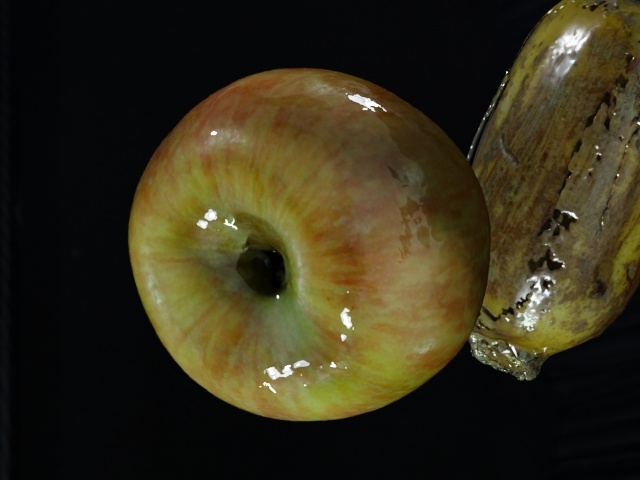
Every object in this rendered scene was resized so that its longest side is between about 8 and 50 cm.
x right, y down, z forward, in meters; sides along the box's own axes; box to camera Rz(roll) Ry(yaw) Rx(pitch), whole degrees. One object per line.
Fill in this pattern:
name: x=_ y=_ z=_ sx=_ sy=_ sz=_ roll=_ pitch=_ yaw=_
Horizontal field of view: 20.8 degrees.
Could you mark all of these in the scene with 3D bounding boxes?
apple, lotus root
apple: x=0.000 y=0.000 z=1.275 sx=0.264 sy=0.264 sz=0.264 roll=21 pitch=-117 yaw=-48
lotus root: x=0.234 y=-0.052 z=1.637 sx=0.179 sy=0.196 sz=0.398 roll=9 pitch=-73 yaw=-37
